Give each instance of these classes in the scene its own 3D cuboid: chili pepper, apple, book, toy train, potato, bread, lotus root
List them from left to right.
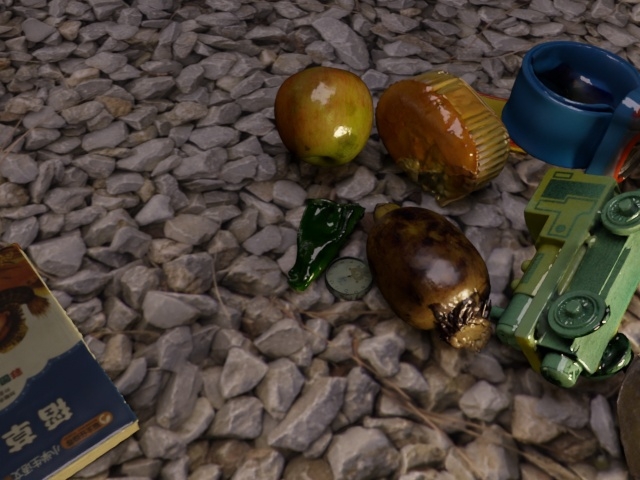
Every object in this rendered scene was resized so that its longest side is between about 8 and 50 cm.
[{"bbox_3d":[-0.510,0.211,1.064,0.300,0.039,0.428,-32,58,-23],"label":"book"},{"bbox_3d":[-0.001,-0.002,1.224,0.108,0.062,0.216,10,51,31],"label":"chili pepper"},{"bbox_3d":[0.007,-0.230,1.322,0.196,0.196,0.196,0,52,0],"label":"apple"},{"bbox_3d":[0.167,0.040,1.137,0.169,0.141,0.314,-20,53,-20],"label":"lotus root"},{"bbox_3d":[0.216,-0.192,1.289,0.133,0.179,0.250,-27,75,-42],"label":"bread"},{"bbox_3d":[0.402,0.057,1.115,0.237,0.150,0.369,13,59,46],"label":"toy train"},{"bbox_3d":[0.495,0.301,0.985,0.120,0.100,0.261,31,30,-24],"label":"potato"}]

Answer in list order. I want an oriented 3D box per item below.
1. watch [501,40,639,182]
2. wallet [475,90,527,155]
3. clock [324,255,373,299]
[{"bbox_3d":[0.510,-0.267,1.315,0.274,0.241,0.305,36,50,23],"label":"watch"},{"bbox_3d":[0.317,-0.254,1.427,0.241,0.067,0.141,18,49,8],"label":"wallet"},{"bbox_3d":[0.049,0.063,1.197,0.085,0.017,0.085,0,52,0],"label":"clock"}]
